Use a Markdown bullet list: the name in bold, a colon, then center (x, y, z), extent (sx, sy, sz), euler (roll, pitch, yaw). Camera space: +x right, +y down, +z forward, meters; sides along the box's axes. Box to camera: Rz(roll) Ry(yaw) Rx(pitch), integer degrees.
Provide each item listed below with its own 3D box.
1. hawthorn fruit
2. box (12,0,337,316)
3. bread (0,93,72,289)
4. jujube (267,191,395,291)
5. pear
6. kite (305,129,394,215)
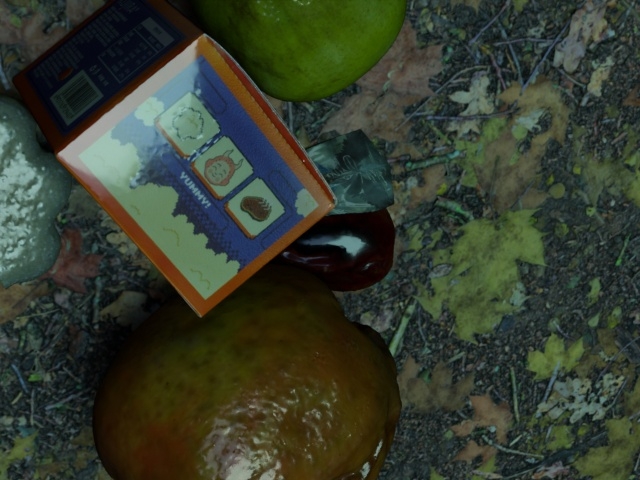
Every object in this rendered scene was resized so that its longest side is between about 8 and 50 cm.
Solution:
- **hawthorn fruit**: center (-0.092, 0.268, 1.972), extent (0.472, 0.472, 0.471), euler (-9, 115, -19)
- **box**: center (-0.203, -0.141, 1.798), extent (0.257, 0.348, 0.318), euler (-41, 120, -2)
- **bread**: center (-0.464, -0.098, 1.855), extent (0.183, 0.102, 0.337), euler (-35, 119, -10)
- **jujube**: center (0.000, 0.000, 2.058), extent (0.236, 0.168, 0.168), euler (3, 111, -12)
- **pear**: center (-0.047, -0.348, 1.787), extent (0.287, 0.287, 0.375), euler (-57, 151, 8)
- **kite**: center (-0.038, -0.075, 2.013), extent (0.310, 0.169, 0.015), euler (-19, 144, -11)
